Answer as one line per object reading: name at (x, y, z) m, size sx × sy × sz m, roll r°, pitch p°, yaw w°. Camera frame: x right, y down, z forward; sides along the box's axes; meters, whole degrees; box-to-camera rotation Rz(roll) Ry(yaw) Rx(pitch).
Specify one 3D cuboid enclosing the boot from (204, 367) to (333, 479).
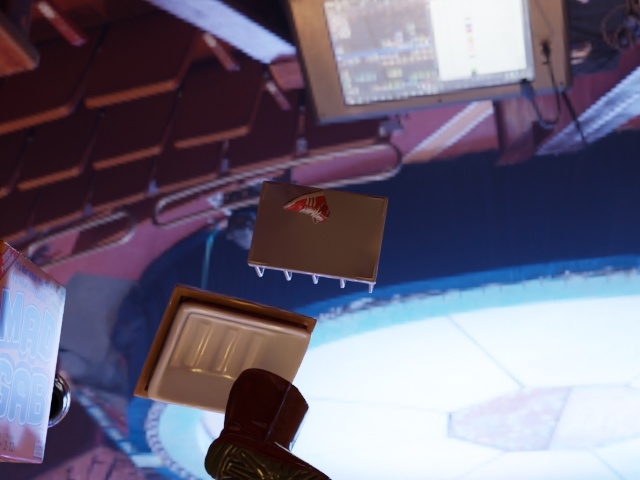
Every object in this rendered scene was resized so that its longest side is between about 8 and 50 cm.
boot at (-0.046, 0.306, 1.498) m, size 0.236 × 0.269 × 0.089 m, roll 32°, pitch 106°, yaw -1°

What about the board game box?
board game box at (-0.712, 0.207, 1.806) m, size 0.357 × 0.356 × 0.356 m, roll 3°, pitch 164°, yaw 5°

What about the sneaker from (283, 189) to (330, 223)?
sneaker at (-0.025, -0.064, 2.087) m, size 0.118 × 0.067 × 0.042 m, roll -18°, pitch 175°, yaw -46°

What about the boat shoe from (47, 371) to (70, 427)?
boat shoe at (-0.788, 0.342, 2.129) m, size 0.501 × 0.186 × 0.156 m, roll 4°, pitch 176°, yaw -20°

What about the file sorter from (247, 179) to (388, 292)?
file sorter at (0.000, 0.000, 2.214) m, size 0.278 × 0.192 × 0.173 m, roll 8°, pitch 165°, yaw 6°

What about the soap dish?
soap dish at (-0.181, 0.207, 1.858) m, size 0.291 × 0.118 × 0.228 m, roll 16°, pitch 106°, yaw -25°
